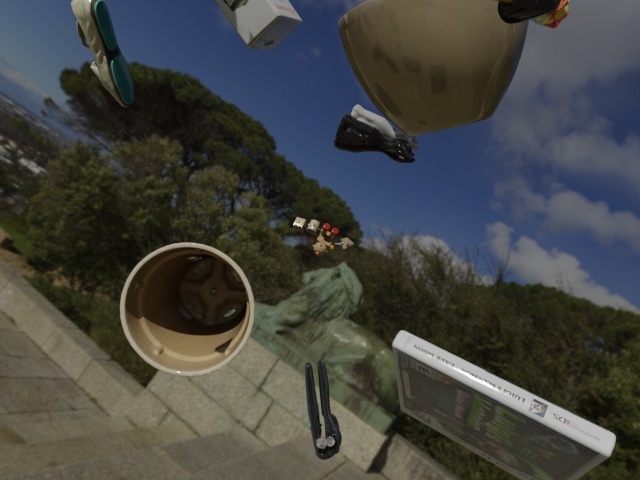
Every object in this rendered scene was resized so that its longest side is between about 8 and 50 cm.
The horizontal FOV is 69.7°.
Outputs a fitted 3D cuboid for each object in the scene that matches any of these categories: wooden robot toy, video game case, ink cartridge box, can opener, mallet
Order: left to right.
[{"bbox_3d":[-0.120,-0.404,0.734,0.175,0.072,0.127,53,24,-9],"label":"ink cartridge box"},{"bbox_3d":[-0.001,0.324,0.878,0.073,0.059,0.186,150,-73,-87],"label":"can opener"},{"bbox_3d":[0.000,0.000,1.247,0.173,0.079,0.076,26,-26,-1],"label":"wooden robot toy"},{"bbox_3d":[0.149,-0.255,0.476,0.189,0.039,0.062,0,14,-10],"label":"mallet"},{"bbox_3d":[0.152,0.169,0.434,0.173,0.022,0.190,23,-29,27],"label":"video game case"}]

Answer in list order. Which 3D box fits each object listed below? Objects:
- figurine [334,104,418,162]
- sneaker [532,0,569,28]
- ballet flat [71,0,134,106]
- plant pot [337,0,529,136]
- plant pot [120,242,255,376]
[{"bbox_3d":[0.164,-0.277,1.233,0.209,0.092,0.215,22,30,7],"label":"figurine"},{"bbox_3d":[0.441,-0.469,0.886,0.094,0.081,0.208,46,25,13],"label":"sneaker"},{"bbox_3d":[-0.347,-0.298,0.734,0.052,0.057,0.168,3,-55,10],"label":"ballet flat"},{"bbox_3d":[0.185,-0.271,0.715,0.284,0.284,0.191,-160,-125,-68],"label":"plant pot"},{"bbox_3d":[-0.327,0.165,1.282,0.334,0.334,0.305,34,2,-1],"label":"plant pot"}]
